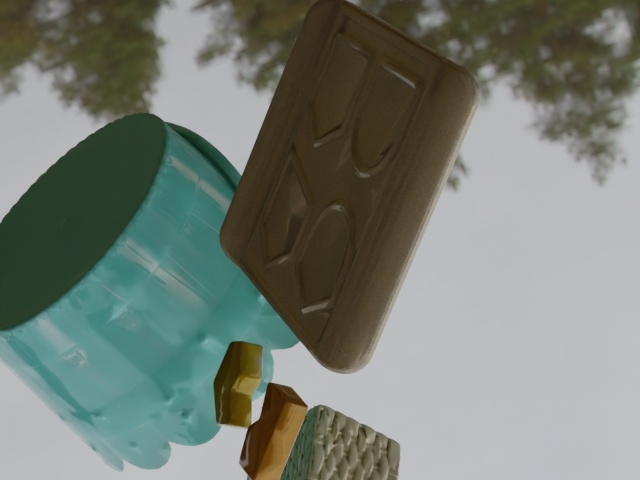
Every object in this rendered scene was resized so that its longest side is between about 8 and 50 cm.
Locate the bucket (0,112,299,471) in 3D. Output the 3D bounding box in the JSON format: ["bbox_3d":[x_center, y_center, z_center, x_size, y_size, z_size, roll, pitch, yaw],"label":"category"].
[{"bbox_3d":[-0.157,0.037,1.420,0.281,0.183,0.281,-33,-150,22],"label":"bucket"}]

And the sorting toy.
[{"bbox_3d":[0.000,0.000,1.143,0.041,0.307,0.229,16,-167,-29],"label":"sorting toy"}]

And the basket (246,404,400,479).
[{"bbox_3d":[0.002,0.247,1.503,0.103,0.113,0.167,-38,-147,42],"label":"basket"}]
